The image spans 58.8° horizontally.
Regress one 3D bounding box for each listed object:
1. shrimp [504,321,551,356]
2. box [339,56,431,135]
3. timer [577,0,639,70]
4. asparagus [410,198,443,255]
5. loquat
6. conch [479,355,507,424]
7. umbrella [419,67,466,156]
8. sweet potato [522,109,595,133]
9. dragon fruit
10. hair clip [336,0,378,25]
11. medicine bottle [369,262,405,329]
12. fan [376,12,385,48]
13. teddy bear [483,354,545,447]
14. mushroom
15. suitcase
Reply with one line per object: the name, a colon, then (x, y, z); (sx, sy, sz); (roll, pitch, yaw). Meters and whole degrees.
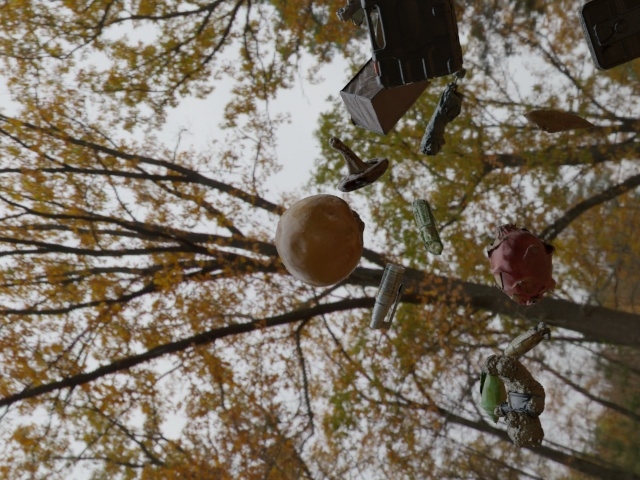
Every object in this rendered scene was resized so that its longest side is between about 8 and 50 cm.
shrimp: (0.754, 0.354, 2.014); (0.145, 0.059, 0.254); (-6, -34, -29)
box: (0.212, -0.508, 1.900); (0.252, 0.188, 0.153); (-47, -48, -10)
timer: (0.632, -0.440, 1.138); (0.055, 0.188, 0.143); (-37, -74, -74)
asparagus: (0.327, -0.044, 1.751); (0.067, 0.060, 0.277); (39, -156, -19)
loquat: (0.000, 0.000, 1.972); (0.329, 0.329, 0.328); (-19, -66, -50)
conch: (0.504, 0.441, 1.675); (0.080, 0.095, 0.200); (5, -101, -14)
umbrella: (0.469, -0.474, 2.129); (0.143, 0.094, 0.348); (-65, -4, -65)
sweet potato: (0.687, -0.343, 1.645); (0.060, 0.206, 0.067); (-56, -29, -75)
dragon fruit: (0.768, 0.087, 2.170); (0.250, 0.251, 0.314); (19, -109, -54)
hair clip: (0.121, -0.663, 1.569); (0.172, 0.049, 0.116); (-36, -42, -3)
medicine bottle: (0.226, 0.188, 1.865); (0.092, 0.061, 0.220); (14, -79, -26)
fan: (0.209, -0.659, 1.569); (0.223, 0.012, 0.294); (-49, -30, -35)
teddy bear: (0.545, 0.426, 1.539); (0.182, 0.130, 0.251); (109, 153, -73)
mushroom: (0.120, -0.301, 2.109); (0.217, 0.227, 0.148); (57, -152, -17)
suitcase: (0.206, -0.511, 1.313); (0.066, 0.207, 0.285); (-44, -57, -63)
